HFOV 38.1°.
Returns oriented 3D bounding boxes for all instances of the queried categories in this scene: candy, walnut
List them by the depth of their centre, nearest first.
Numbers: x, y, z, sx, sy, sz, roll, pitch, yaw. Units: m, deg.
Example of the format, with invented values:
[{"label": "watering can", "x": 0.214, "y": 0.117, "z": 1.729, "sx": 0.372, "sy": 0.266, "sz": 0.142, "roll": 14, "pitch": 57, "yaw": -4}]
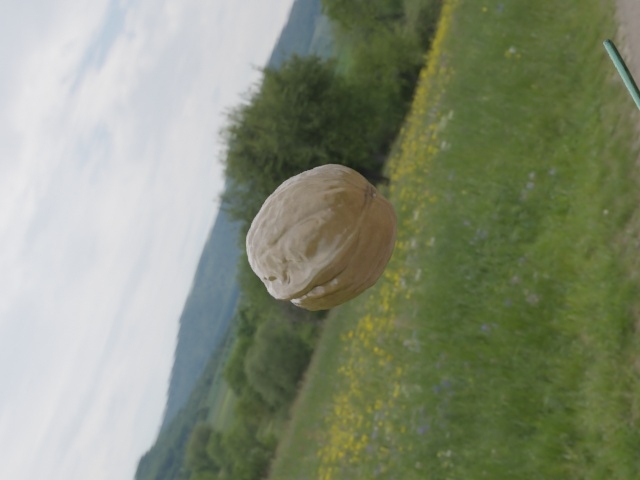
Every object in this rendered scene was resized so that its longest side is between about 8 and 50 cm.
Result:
[{"label": "candy", "x": 0.449, "y": -0.132, "z": 1.211, "sx": 0.091, "sy": 0.305, "sz": 0.083, "roll": -37, "pitch": 10, "yaw": -33}, {"label": "walnut", "x": 0.000, "y": 0.000, "z": 1.497, "sx": 0.261, "sy": 0.225, "sz": 0.225, "roll": -39, "pitch": 21, "yaw": 34}]
